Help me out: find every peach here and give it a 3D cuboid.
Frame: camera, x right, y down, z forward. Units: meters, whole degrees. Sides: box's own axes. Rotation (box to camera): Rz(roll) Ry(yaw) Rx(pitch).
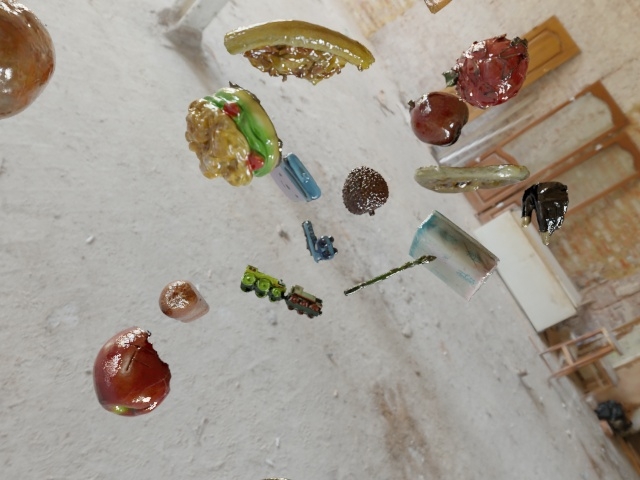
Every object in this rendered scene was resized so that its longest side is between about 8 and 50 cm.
[{"bbox_3d":[-0.486,0.338,1.334,0.190,0.196,0.226,57,27,-47],"label":"peach"}]

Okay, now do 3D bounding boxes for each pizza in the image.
[{"bbox_3d":[-0.048,-0.438,1.201,0.366,0.182,0.073,3,64,-24],"label":"pizza"}]

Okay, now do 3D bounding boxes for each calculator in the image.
[{"bbox_3d":[-0.086,-0.193,1.611,0.173,0.051,0.293,54,-13,-14],"label":"calculator"}]

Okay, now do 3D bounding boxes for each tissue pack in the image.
[{"bbox_3d":[0.434,0.053,1.681,0.271,0.124,0.201,40,-19,19],"label":"tissue pack"}]

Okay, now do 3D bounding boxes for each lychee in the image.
[{"bbox_3d":[0.111,-0.125,1.290,0.123,0.123,0.129,5,47,-55],"label":"lychee"}]

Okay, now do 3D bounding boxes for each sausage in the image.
[{"bbox_3d":[-0.367,0.168,1.377,0.348,0.097,0.094,121,-55,-76],"label":"sausage"}]

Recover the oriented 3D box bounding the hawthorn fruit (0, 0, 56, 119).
[{"bbox_3d":[-0.384,-0.236,0.593,0.149,0.149,0.189,36,64,-31],"label":"hawthorn fruit"}]

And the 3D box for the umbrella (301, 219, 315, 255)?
[{"bbox_3d":[-0.038,-0.007,1.765,0.040,0.037,0.143,-54,145,-41],"label":"umbrella"}]

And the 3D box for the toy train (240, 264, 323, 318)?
[{"bbox_3d":[-0.107,0.148,1.434,0.250,0.053,0.085,23,45,-2],"label":"toy train"}]

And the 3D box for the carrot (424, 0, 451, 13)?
[{"bbox_3d":[0.404,-0.799,1.513,0.159,0.225,0.159,49,29,-41],"label":"carrot"}]

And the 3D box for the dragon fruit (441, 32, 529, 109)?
[{"bbox_3d":[0.427,-0.420,1.278,0.172,0.210,0.172,23,60,-48],"label":"dragon fruit"}]

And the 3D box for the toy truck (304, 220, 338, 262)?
[{"bbox_3d":[0.000,0.000,1.615,0.063,0.074,0.136,-20,96,-54],"label":"toy truck"}]

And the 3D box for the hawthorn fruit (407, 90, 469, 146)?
[{"bbox_3d":[0.351,-0.377,1.547,0.188,0.169,0.169,36,25,15],"label":"hawthorn fruit"}]

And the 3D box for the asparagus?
[{"bbox_3d":[0.156,0.074,1.121,0.023,0.233,0.022,82,-18,-44],"label":"asparagus"}]

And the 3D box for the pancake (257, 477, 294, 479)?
[{"bbox_3d":[-0.107,0.615,1.230,0.152,0.152,0.025,6,88,-55],"label":"pancake"}]

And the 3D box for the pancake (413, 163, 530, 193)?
[{"bbox_3d":[0.480,-0.199,1.614,0.356,0.356,0.065,0,87,-57],"label":"pancake"}]

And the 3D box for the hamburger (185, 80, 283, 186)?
[{"bbox_3d":[-0.206,-0.220,1.121,0.149,0.237,0.237,-36,90,-28],"label":"hamburger"}]

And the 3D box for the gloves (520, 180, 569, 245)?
[{"bbox_3d":[0.673,-0.077,1.506,0.129,0.106,0.180,6,69,-16],"label":"gloves"}]
